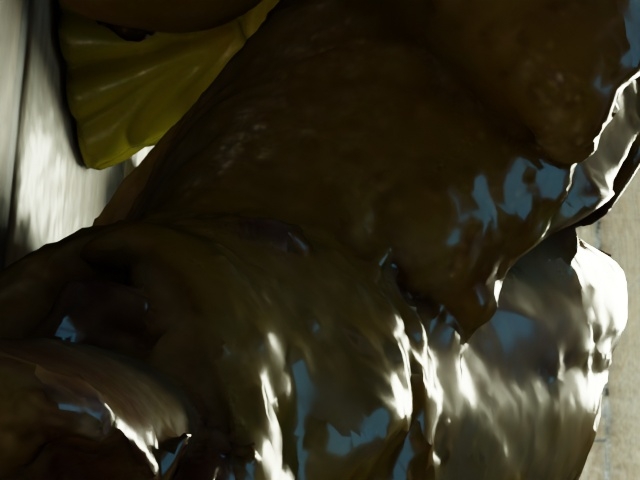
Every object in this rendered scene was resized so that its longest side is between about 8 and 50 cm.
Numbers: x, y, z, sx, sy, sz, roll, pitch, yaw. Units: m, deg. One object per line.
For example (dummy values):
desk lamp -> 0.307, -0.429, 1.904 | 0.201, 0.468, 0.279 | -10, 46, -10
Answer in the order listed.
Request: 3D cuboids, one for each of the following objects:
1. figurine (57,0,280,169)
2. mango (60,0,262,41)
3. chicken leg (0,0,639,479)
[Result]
figurine -> 0.071, -0.126, 0.683 | 0.168, 0.315, 0.187 | 84, 6, -58
mango -> -0.034, -0.188, 0.540 | 0.157, 0.109, 0.262 | -153, -108, -80
chicken leg -> 0.000, 0.000, 0.510 | 0.295, 0.182, 0.409 | -56, 164, 10
